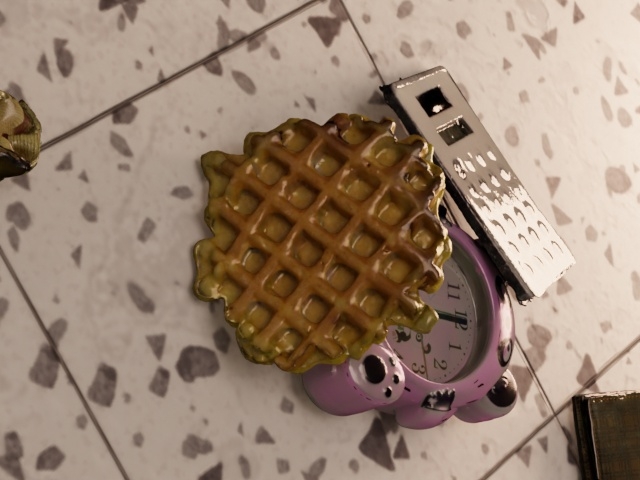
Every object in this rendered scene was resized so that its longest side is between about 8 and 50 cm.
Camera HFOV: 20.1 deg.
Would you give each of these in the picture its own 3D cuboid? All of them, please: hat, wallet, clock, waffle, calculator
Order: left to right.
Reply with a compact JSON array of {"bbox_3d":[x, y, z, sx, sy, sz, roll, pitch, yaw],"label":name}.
[{"bbox_3d":[-0.276,-0.085,1.502,0.077,0.059,0.076,28,44,-37],"label":"hat"},{"bbox_3d":[0.000,0.000,1.635,0.243,0.059,0.238,-10,74,2],"label":"waffle"},{"bbox_3d":[0.090,0.070,1.745,0.248,0.090,0.227,15,67,-38],"label":"clock"},{"bbox_3d":[0.162,-0.063,1.829,0.261,0.021,0.161,56,27,2],"label":"calculator"},{"bbox_3d":[0.400,0.238,1.985,0.317,0.044,0.169,-3,83,-39],"label":"wallet"}]
